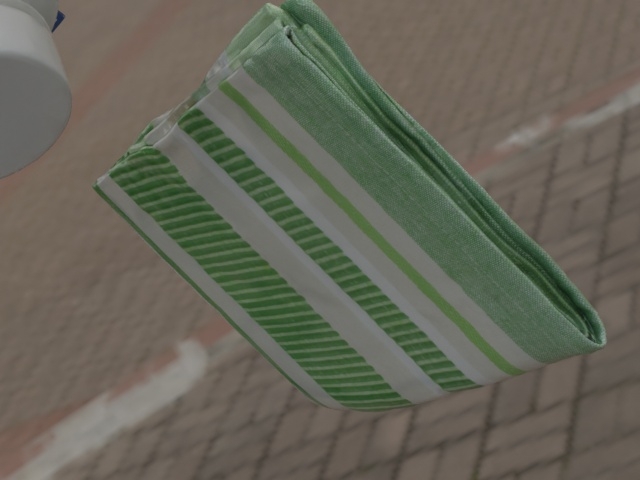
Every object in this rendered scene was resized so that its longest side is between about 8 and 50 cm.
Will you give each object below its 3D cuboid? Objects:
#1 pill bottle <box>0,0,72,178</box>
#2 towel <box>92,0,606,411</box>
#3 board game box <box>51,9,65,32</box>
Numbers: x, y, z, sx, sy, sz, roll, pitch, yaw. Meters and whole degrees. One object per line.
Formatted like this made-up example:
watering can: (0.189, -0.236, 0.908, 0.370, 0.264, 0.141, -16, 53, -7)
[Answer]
pill bottle: (-0.209, -0.145, 0.896, 0.131, 0.131, 0.229, -28, 58, 6)
towel: (0.000, 0.000, 1.013, 0.038, 0.248, 0.325, -48, 8, -27)
board game box: (-0.268, -0.104, 1.111, 0.201, 0.035, 0.136, -50, 46, 2)
